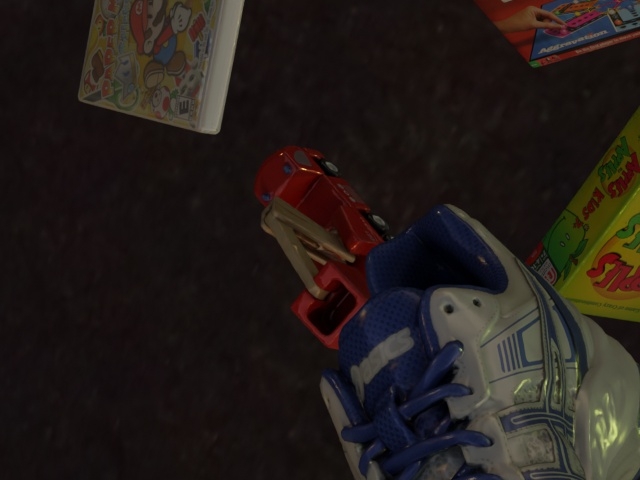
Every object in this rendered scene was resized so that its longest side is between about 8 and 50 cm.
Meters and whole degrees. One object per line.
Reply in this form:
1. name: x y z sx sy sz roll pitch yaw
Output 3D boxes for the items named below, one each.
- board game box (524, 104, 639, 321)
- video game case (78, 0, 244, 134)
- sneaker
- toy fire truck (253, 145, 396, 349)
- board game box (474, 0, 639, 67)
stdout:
1. board game box: 0.219 -0.029 1.241 0.092 0.181 0.043 9 38 -34
2. video game case: -0.136 -0.220 1.719 0.026 0.206 0.227 6 97 -39
3. sneaker: 0.045 0.089 0.684 0.131 0.112 0.296 47 19 -13
4. toy fire truck: 0.000 0.000 1.403 0.135 0.047 0.192 10 34 -54
5. board game box: 0.279 -0.248 1.813 0.145 0.281 0.027 44 48 -33
